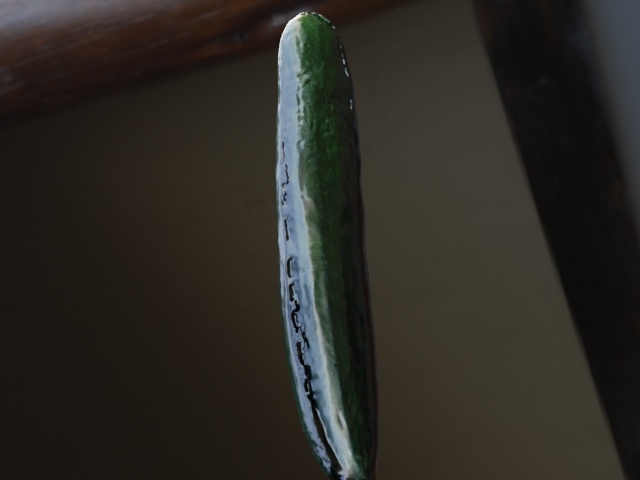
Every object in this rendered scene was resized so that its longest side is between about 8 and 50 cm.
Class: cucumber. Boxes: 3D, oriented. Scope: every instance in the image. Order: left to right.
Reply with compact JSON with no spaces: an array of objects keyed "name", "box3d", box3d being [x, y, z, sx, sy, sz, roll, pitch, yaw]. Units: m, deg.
[{"name":"cucumber","box3d":[0.000,0.000,0.425,0.036,0.033,0.184,9,-109,-38]}]
